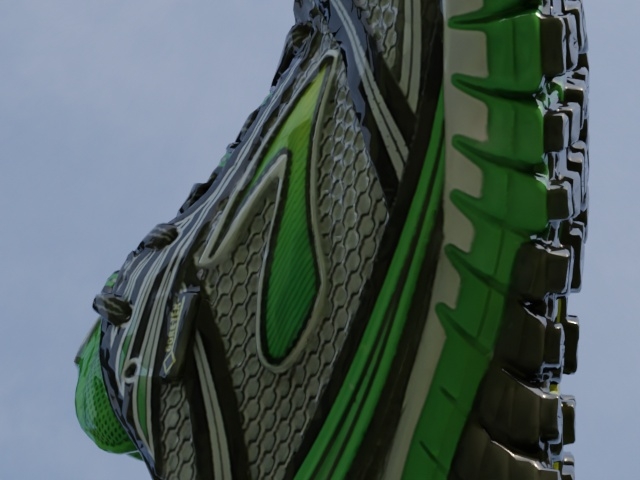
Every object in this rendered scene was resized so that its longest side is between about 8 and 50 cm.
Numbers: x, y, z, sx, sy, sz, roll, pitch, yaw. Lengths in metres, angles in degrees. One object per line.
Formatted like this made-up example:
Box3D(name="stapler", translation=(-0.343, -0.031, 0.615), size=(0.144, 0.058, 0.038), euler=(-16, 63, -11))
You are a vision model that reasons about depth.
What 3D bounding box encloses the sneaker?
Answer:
Box3D(name="sneaker", translation=(0.000, 0.000, 0.503), size=(0.146, 0.134, 0.344), euler=(3, -101, 11))
